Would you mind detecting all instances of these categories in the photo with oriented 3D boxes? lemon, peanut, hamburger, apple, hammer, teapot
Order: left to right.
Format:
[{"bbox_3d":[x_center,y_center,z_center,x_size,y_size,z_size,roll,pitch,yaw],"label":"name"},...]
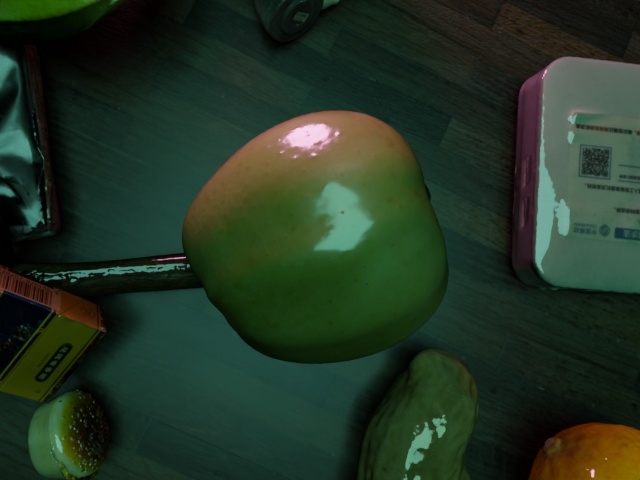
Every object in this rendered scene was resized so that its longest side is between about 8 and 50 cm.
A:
[{"bbox_3d":[-0.368,0.297,0.765,0.082,0.126,0.141,-12,83,4],"label":"hamburger"},{"bbox_3d":[-0.344,0.060,0.786,0.409,0.095,0.242,-5,122,-20],"label":"hammer"},{"bbox_3d":[-0.051,-0.422,0.860,0.149,0.111,0.108,-37,77,-2],"label":"teapot"},{"bbox_3d":[0.000,0.000,0.721,0.358,0.357,0.357,0,85,-5],"label":"apple"},{"bbox_3d":[0.153,0.360,0.785,0.192,0.169,0.386,13,84,-10],"label":"peanut"},{"bbox_3d":[0.462,0.419,0.771,0.320,0.245,0.245,43,83,2],"label":"lemon"}]

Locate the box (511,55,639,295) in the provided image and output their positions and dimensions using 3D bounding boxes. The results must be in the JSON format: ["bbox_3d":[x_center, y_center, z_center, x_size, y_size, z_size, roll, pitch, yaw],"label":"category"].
[{"bbox_3d":[0.541,-0.098,0.887,0.396,0.111,0.396,5,86,-4],"label":"box"}]

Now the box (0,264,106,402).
[{"bbox_3d":[-0.437,0.115,0.684,0.237,0.070,0.152,36,101,-35],"label":"box"}]

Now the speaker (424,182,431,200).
[{"bbox_3d":[0.137,-0.082,0.882,0.075,0.060,0.094,-32,54,-7],"label":"speaker"}]

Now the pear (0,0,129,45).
[{"bbox_3d":[-0.403,-0.489,0.722,0.399,0.165,0.398,-6,65,12],"label":"pear"}]

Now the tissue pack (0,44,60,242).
[{"bbox_3d":[-0.547,-0.152,0.784,0.245,0.123,0.332,-8,87,-6],"label":"tissue pack"}]
